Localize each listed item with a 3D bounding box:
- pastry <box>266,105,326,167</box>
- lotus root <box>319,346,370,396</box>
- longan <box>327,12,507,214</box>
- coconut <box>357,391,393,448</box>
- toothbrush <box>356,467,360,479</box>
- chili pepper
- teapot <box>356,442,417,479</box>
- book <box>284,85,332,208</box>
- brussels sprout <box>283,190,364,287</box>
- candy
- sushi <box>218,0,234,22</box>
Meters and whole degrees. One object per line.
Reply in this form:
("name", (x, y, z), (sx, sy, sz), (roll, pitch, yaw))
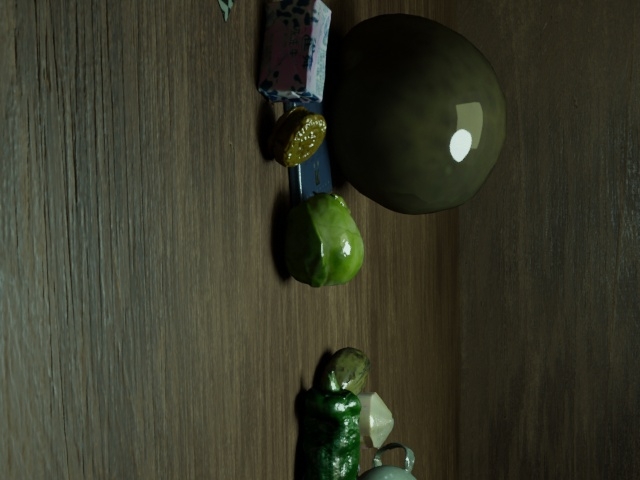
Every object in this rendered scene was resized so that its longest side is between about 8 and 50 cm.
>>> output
("pastry", (-0.039, -0.162, 1.593), (0.097, 0.057, 0.109), (-37, 155, -32))
("lotus root", (0.043, 0.251, 1.906), (0.179, 0.080, 0.089), (-34, 136, -66))
("longan", (0.180, -0.241, 1.955), (0.404, 0.336, 0.405), (26, 48, -32))
("coconut", (0.080, 0.345, 1.957), (0.116, 0.122, 0.116), (-1, 90, -75))
("toothbrush", (0.092, 0.579, 2.183), (0.030, 0.025, 0.342), (-63, 150, -45))
("chili pepper", (0.017, 0.359, 1.773), (0.136, 0.099, 0.271), (-2, 90, -39))
("teapot", (0.124, 0.550, 2.058), (0.193, 0.129, 0.295), (33, 61, -38))
("book", (-0.023, -0.199, 1.775), (0.191, 0.025, 0.270), (-41, 130, -68))
("brussels sprout", (0.002, 0.007, 1.685), (0.183, 0.131, 0.146), (50, 20, -67))
("candy", (-0.042, -0.293, 1.579), (0.073, 0.092, 0.160), (34, 59, -65))
("sushi", (-0.114, -0.459, 1.401), (0.231, 0.047, 0.220), (72, 23, -47))
